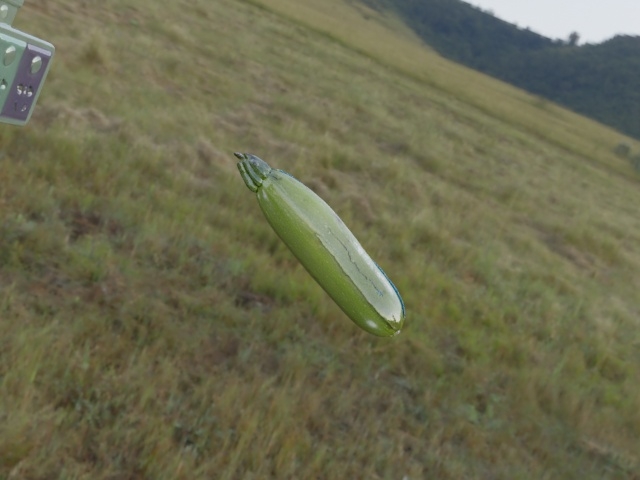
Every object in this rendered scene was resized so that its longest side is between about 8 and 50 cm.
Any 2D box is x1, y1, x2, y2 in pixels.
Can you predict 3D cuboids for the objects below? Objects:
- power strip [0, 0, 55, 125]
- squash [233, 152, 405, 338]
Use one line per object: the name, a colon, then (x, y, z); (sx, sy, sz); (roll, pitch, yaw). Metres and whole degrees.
power strip: (-0.296, -0.180, 0.749); (0.061, 0.145, 0.215); (26, 5, 7)
squash: (0.000, 0.000, 1.235); (0.341, 0.094, 0.094); (48, 7, -3)
